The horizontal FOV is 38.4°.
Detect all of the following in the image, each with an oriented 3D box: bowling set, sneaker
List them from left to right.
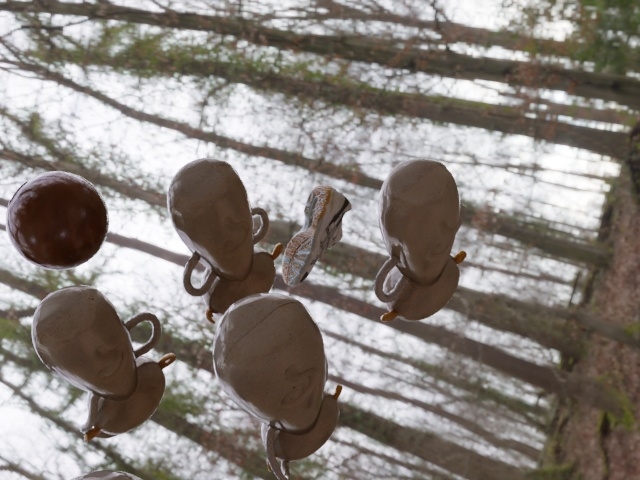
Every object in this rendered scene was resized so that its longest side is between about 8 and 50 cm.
[{"bbox_3d":[-0.067,0.042,0.510,0.287,0.200,0.154,-42,-28,-16],"label":"bowling set"},{"bbox_3d":[0.000,0.000,0.716,0.037,0.032,0.083,23,-88,-41],"label":"sneaker"}]
